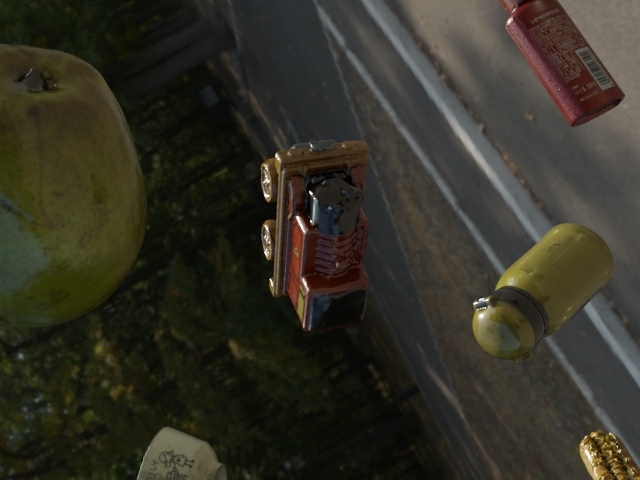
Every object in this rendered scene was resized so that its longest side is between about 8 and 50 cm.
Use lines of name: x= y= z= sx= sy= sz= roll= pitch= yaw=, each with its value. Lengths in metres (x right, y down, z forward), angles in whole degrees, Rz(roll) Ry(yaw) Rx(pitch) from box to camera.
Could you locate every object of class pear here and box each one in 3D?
pear: x=-0.306 y=-0.050 z=0.845 sx=0.253 sy=0.253 sz=0.307 roll=59 pitch=141 yaw=40

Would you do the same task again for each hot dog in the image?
hot dog: x=0.425 y=0.337 z=1.131 sx=0.165 sy=0.071 sz=0.045 roll=-98 pitch=-4 yaw=-60

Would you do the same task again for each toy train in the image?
toy train: x=0.000 y=0.000 z=1.378 sx=0.232 sy=0.163 sz=0.369 roll=-117 pitch=24 yaw=-43

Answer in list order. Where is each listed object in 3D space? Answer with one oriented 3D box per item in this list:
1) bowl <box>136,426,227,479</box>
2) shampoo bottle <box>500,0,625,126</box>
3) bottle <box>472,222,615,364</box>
bowl: x=-0.252 y=0.475 z=1.484 sx=0.238 sy=0.126 sz=0.238 roll=4 pitch=-90 yaw=-81
shampoo bottle: x=0.440 y=-0.364 z=1.490 sx=0.314 sy=0.118 sz=0.076 roll=60 pitch=173 yaw=15
bottle: x=0.455 y=0.118 z=1.659 sx=0.171 sy=0.351 sz=0.171 roll=34 pitch=143 yaw=30
